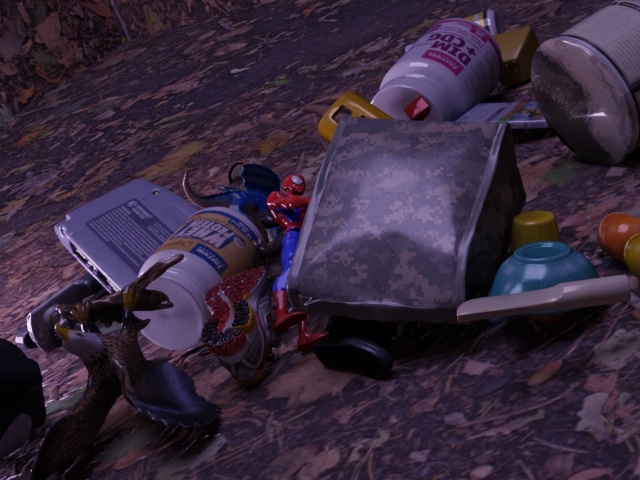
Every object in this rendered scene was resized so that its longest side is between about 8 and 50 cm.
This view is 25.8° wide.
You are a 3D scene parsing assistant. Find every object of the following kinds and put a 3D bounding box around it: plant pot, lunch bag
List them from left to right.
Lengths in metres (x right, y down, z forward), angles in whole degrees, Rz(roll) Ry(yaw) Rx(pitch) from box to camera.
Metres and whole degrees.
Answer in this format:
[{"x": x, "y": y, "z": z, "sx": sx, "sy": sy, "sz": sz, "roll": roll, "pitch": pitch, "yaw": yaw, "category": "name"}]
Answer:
[{"x": 0.108, "y": -0.006, "z": 1.734, "sx": 0.235, "sy": 0.169, "sz": 0.287, "roll": 4, "pitch": 49, "yaw": 23, "category": "lunch bag"}, {"x": 0.347, "y": -0.322, "z": 2.499, "sx": 0.081, "sy": 0.081, "sz": 0.083, "roll": -12, "pitch": 33, "yaw": 30, "category": "plant pot"}]

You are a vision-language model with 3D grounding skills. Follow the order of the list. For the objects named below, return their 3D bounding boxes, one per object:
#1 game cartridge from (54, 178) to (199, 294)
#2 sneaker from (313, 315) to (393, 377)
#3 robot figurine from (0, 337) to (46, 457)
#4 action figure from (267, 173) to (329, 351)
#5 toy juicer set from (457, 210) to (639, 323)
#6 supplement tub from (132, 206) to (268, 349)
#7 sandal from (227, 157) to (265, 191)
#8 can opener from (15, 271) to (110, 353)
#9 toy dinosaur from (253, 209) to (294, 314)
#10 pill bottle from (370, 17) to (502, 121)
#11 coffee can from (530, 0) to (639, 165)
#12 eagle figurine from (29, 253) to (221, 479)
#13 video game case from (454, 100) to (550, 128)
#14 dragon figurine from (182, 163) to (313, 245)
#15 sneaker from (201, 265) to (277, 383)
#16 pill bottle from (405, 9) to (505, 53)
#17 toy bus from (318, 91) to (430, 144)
[{"x": -0.274, "y": 0.009, "z": 2.232, "sx": 0.196, "sy": 0.060, "sz": 0.294, "roll": -32, "pitch": 44, "yaw": -20, "category": "game cartridge"}, {"x": 0.053, "y": 0.120, "z": 1.721, "sx": 0.089, "sy": 0.051, "sz": 0.170, "roll": -38, "pitch": 21, "yaw": -28, "category": "sneaker"}, {"x": -0.487, "y": 0.207, "z": 1.846, "sx": 0.209, "sy": 0.173, "sz": 0.278, "roll": -55, "pitch": -27, "yaw": 15, "category": "robot figurine"}, {"x": 0.000, "y": 0.000, "z": 1.866, "sx": 0.139, "sy": 0.091, "sz": 0.280, "roll": -27, "pitch": 44, "yaw": 19, "category": "action figure"}, {"x": 0.293, "y": 0.051, "z": 1.591, "sx": 0.209, "sy": 0.089, "sz": 0.329, "roll": -2, "pitch": 18, "yaw": 20, "category": "toy juicer set"}, {"x": -0.175, "y": 0.055, "z": 2.010, "sx": 0.144, "sy": 0.144, "sz": 0.199, "roll": -12, "pitch": 23, "yaw": 30, "category": "supplement tub"}, {"x": -0.147, "y": -0.120, "z": 2.577, "sx": 0.072, "sy": 0.049, "sz": 0.180, "roll": -17, "pitch": 20, "yaw": 17, "category": "sandal"}, {"x": -0.381, "y": 0.086, "z": 2.271, "sx": 0.095, "sy": 0.076, "sz": 0.283, "roll": -4, "pitch": 26, "yaw": 42, "category": "can opener"}, {"x": -0.007, "y": 0.001, "z": 2.000, "sx": 0.160, "sy": 0.121, "sz": 0.313, "roll": -21, "pitch": 16, "yaw": 27, "category": "toy dinosaur"}, {"x": 0.195, "y": -0.258, "z": 2.377, "sx": 0.160, "sy": 0.160, "sz": 0.283, "roll": -11, "pitch": 24, "yaw": 32, "category": "pill bottle"}, {"x": 0.470, "y": -0.260, "z": 2.004, "sx": 0.275, "sy": 0.201, "sz": 0.201, "roll": -32, "pitch": 21, "yaw": -22, "category": "coffee can"}, {"x": -0.266, "y": 0.183, "z": 1.794, "sx": 0.226, "sy": 0.225, "sz": 0.298, "roll": -58, "pitch": 33, "yaw": 37, "category": "eagle figurine"}, {"x": 0.311, "y": -0.202, "z": 2.248, "sx": 0.166, "sy": 0.015, "sz": 0.119, "roll": 0, "pitch": 20, "yaw": 27, "category": "video game case"}, {"x": -0.111, "y": -0.061, "z": 2.160, "sx": 0.085, "sy": 0.289, "sz": 0.144, "roll": -34, "pitch": 39, "yaw": 38, "category": "dragon figurine"}, {"x": -0.104, "y": 0.111, "z": 1.855, "sx": 0.088, "sy": 0.092, "sz": 0.225, "roll": -20, "pitch": 25, "yaw": 16, "category": "sneaker"}, {"x": 0.261, "y": -0.367, "z": 2.671, "sx": 0.184, "sy": 0.103, "sz": 0.103, "roll": -17, "pitch": 21, "yaw": 18, "category": "pill bottle"}, {"x": 0.088, "y": -0.151, "z": 2.175, "sx": 0.202, "sy": 0.104, "sz": 0.191, "roll": -14, "pitch": 56, "yaw": 25, "category": "toy bus"}]
